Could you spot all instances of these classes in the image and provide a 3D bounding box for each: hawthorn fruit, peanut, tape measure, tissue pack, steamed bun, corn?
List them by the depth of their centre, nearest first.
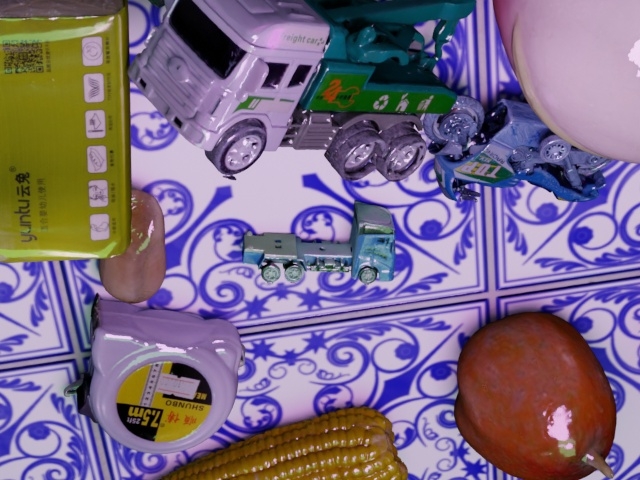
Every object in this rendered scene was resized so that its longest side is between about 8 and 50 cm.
[{"bbox_3d":[0.296,-0.236,1.637,0.309,0.309,0.309,-4,126,-5],"label":"steamed bun"},{"bbox_3d":[-0.273,-0.146,1.648,0.167,0.200,0.275,-2,125,-9],"label":"tissue pack"},{"bbox_3d":[-0.209,0.006,1.848,0.076,0.076,0.152,0,128,-8],"label":"peanut"},{"bbox_3d":[0.265,0.204,1.945,0.199,0.251,0.199,-16,129,-20],"label":"hawthorn fruit"},{"bbox_3d":[-0.193,0.158,1.945,0.196,0.105,0.178,13,115,-19],"label":"tape measure"},{"bbox_3d":[-0.066,0.304,2.046,0.344,0.131,0.131,-20,126,6],"label":"corn"}]

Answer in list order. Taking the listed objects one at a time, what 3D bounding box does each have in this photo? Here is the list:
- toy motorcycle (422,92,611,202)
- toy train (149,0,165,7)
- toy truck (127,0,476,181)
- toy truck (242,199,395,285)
[{"bbox_3d":[0.213,-0.094,1.827,0.254,0.092,0.136,8,134,-24],"label":"toy motorcycle"},{"bbox_3d":[-0.053,-0.290,1.648,0.248,0.101,0.159,-32,137,16],"label":"toy train"},{"bbox_3d":[-0.006,-0.173,1.624,0.363,0.176,0.178,-6,133,-45],"label":"toy truck"},{"bbox_3d":[0.000,0.000,1.881,0.175,0.067,0.081,2,119,-6],"label":"toy truck"}]
